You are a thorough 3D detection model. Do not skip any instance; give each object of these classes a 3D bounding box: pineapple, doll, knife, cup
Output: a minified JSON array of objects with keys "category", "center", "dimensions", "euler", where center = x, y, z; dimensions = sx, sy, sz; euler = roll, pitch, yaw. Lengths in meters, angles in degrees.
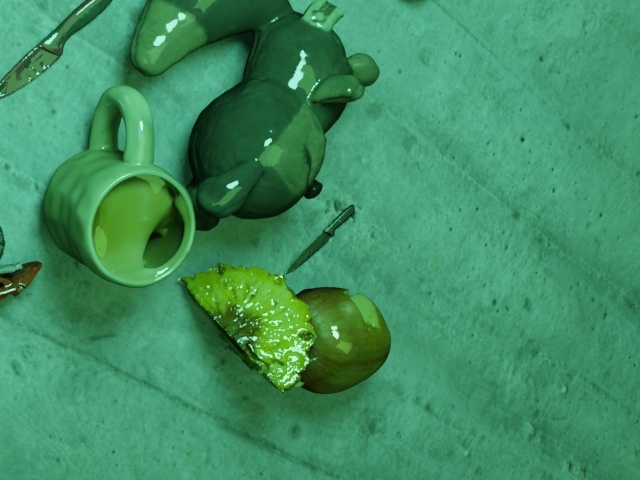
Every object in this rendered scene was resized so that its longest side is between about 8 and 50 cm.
[{"category":"pineapple","center":[-0.088,0.137,1.694],"dimensions":[0.140,0.250,0.164],"euler":[-41,154,-14]},{"category":"doll","center":[-0.134,-0.206,1.566],"dimensions":[0.378,0.252,0.382],"euler":[37,67,-2]},{"category":"knife","center":[-0.376,-0.277,1.494],"dimensions":[0.247,0.018,0.035],"euler":[-46,124,-11]},{"category":"knife","center":[0.000,0.000,1.800],"dimensions":[0.170,0.010,0.023],"euler":[-43,115,-13]},{"category":"cup","center":[-0.299,-0.073,1.480],"dimensions":[0.173,0.202,0.255],"euler":[-27,116,-23]}]

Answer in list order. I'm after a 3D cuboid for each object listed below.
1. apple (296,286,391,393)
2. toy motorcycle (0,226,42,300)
[{"category":"apple","center":[0.027,0.166,1.768],"dimensions":[0.199,0.199,0.199],"euler":[-9,107,-30]},{"category":"toy motorcycle","center":[-0.532,0.097,1.449],"dimensions":[0.298,0.089,0.171],"euler":[-48,123,-13]}]
